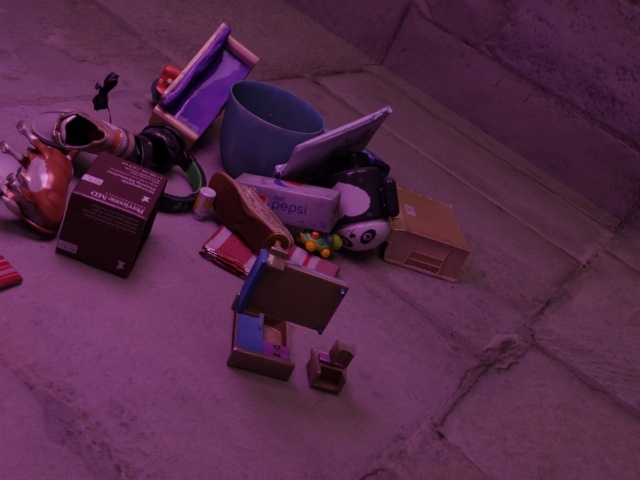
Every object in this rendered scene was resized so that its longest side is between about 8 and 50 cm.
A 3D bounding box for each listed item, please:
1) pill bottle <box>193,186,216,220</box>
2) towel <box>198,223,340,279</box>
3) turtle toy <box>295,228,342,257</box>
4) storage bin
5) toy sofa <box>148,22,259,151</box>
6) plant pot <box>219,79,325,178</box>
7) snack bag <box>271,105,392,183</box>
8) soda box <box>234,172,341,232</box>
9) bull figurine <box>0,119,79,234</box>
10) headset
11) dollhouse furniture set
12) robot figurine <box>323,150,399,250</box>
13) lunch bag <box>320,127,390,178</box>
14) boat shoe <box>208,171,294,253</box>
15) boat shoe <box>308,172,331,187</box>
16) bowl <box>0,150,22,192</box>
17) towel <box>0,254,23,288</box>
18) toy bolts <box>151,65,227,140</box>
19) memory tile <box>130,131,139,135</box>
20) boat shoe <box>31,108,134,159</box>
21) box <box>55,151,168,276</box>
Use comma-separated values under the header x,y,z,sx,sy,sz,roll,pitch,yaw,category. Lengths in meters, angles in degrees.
x,y,z,sx,sy,sz,roll,pitch,yaw,category
-0.303,-0.094,1.910,0.043,0.083,0.043,20,30,-12,pill bottle
-0.120,0.049,1.881,0.329,0.037,0.237,28,29,2,towel
0.000,0.000,1.993,0.130,0.066,0.095,23,7,-31,turtle toy
0.295,-0.027,2.244,0.260,0.123,0.262,17,32,-16,storage bin
-0.334,-0.453,2.174,0.150,0.177,0.362,37,63,-11,toy sofa
-0.166,-0.299,2.190,0.293,0.235,0.293,20,31,-12,plant pot
0.013,-0.247,2.077,0.323,0.342,0.037,-25,80,-22,snack bag
-0.094,-0.104,1.987,0.286,0.098,0.091,11,22,14,soda box
-0.636,-0.150,1.672,0.188,0.101,0.310,45,19,-42,bull figurine
-0.454,-0.251,1.937,0.394,0.185,0.243,45,32,8,headset
-0.035,0.123,1.562,0.286,0.303,0.198,18,32,-15,dollhouse furniture set
0.102,-0.108,2.083,0.173,0.209,0.278,-9,87,-21,robot figurine
0.112,-0.286,2.521,0.221,0.138,0.293,33,21,16,lunch bag
-0.184,-0.069,1.905,0.285,0.104,0.089,49,30,21,boat shoe
0.068,-0.171,2.298,0.104,0.111,0.307,-9,45,-44,boat shoe
-0.765,-0.159,1.678,0.142,0.053,0.142,21,29,-10,bowl
-0.744,0.022,1.434,0.275,0.031,0.199,38,29,16,towel
-0.434,-0.412,2.311,0.228,0.158,0.218,29,69,-15,toy bolts
-0.475,-0.262,2.112,0.148,0.012,0.113,16,31,-19,memory tile
-0.611,-0.277,1.840,0.302,0.113,0.103,12,-4,23,boat shoe
-0.461,-0.061,1.648,0.168,0.167,0.203,21,30,-10,box
